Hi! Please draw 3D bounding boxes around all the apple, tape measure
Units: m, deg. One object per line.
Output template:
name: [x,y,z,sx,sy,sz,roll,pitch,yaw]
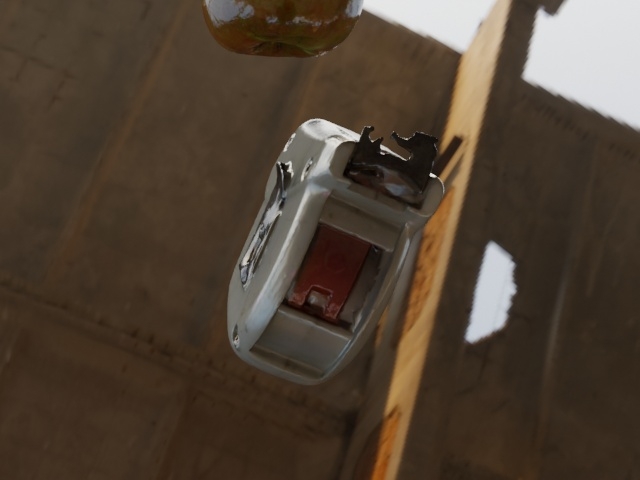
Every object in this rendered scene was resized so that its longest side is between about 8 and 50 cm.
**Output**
apple: [-0.044,-0.309,1.513,0.196,0.196,0.196,11,-126,-15]
tape measure: [0.000,0.000,1.209,0.130,0.258,0.265,24,-84,-13]
